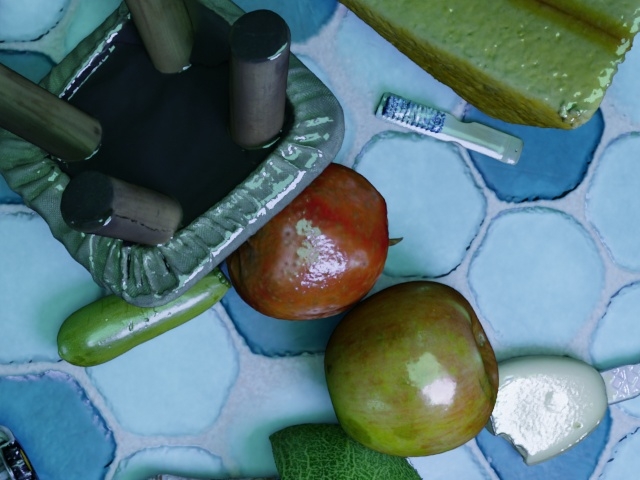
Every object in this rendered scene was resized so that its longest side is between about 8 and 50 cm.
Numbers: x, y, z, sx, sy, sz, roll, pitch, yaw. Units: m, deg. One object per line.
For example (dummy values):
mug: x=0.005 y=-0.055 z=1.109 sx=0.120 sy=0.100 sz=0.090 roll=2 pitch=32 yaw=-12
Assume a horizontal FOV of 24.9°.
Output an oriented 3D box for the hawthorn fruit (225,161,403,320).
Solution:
hawthorn fruit: x=0.000 y=0.000 z=1.550 sx=0.200 sy=0.179 sz=0.179 roll=9 pitch=92 yaw=-28

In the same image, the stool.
stool: x=-0.181 y=-0.140 z=1.417 sx=0.310 sy=0.226 sz=0.310 roll=-44 pitch=65 yaw=-6

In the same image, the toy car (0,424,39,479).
toy car: x=-0.333 y=0.292 z=1.542 sx=0.097 sy=0.100 sz=0.191 roll=-28 pitch=79 yaw=-8

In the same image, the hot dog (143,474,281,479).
hot dog: x=-0.120 y=0.312 z=1.601 sx=0.191 sy=0.059 sz=0.108 roll=3 pitch=95 yaw=-14

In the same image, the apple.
apple: x=0.096 y=0.140 z=1.565 sx=0.196 sy=0.196 sz=0.196 roll=-1 pitch=94 yaw=-11

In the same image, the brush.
brush: x=0.150 y=-0.128 z=1.639 sx=0.178 sy=0.030 sz=0.033 roll=18 pitch=80 yaw=-12

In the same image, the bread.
bread: x=0.147 y=-0.303 z=1.524 sx=0.361 sy=0.245 sz=0.233 roll=31 pitch=88 yaw=-16

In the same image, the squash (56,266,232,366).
squash: x=-0.191 y=0.079 z=1.565 sx=0.201 sy=0.066 sz=0.066 roll=-23 pitch=98 yaw=-9

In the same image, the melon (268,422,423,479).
melon: x=0.060 y=0.316 z=1.569 sx=0.129 sy=0.169 sz=0.265 roll=-28 pitch=101 yaw=6

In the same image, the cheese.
cheese: x=0.308 y=0.180 z=1.680 sx=0.255 sy=0.050 sz=0.127 roll=-12 pitch=96 yaw=-10
